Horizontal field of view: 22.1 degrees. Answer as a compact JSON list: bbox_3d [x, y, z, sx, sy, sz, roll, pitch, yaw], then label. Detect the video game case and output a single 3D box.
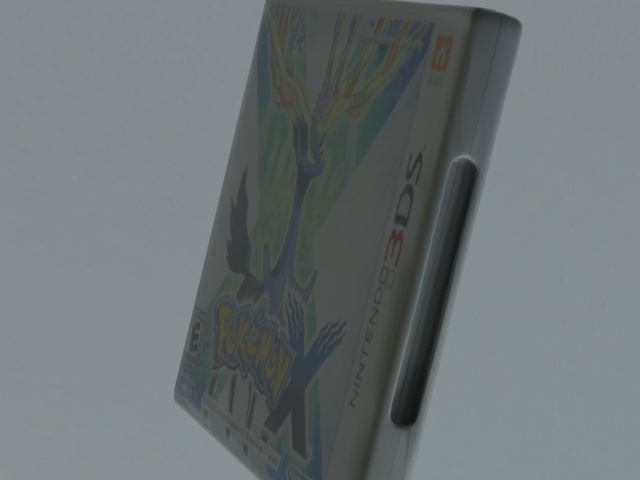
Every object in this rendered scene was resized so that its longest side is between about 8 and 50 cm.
[{"bbox_3d":[0.000,0.000,1.001,0.036,0.329,0.300,11,-85,-22],"label":"video game case"}]
